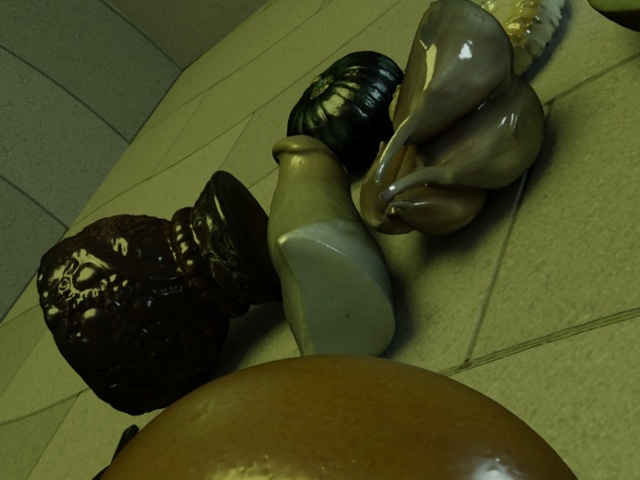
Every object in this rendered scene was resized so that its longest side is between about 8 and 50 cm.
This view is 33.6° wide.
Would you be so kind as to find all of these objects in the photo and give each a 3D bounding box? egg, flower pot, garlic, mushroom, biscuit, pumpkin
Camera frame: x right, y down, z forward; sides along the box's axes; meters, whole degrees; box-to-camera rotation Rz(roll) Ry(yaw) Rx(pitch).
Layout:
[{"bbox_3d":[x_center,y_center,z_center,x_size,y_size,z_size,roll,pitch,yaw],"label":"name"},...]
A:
[{"bbox_3d":[0.005,0.206,0.601,0.351,0.282,0.283,-15,36,52],"label":"egg"},{"bbox_3d":[-0.188,0.055,1.386,0.267,0.267,0.267,-33,21,11],"label":"flower pot"},{"bbox_3d":[0.122,-0.126,1.146,0.237,0.210,0.292,-36,12,12],"label":"garlic"},{"bbox_3d":[0.000,-0.001,1.208,0.126,0.177,0.397,-17,21,1],"label":"mushroom"},{"bbox_3d":[0.205,-0.234,1.358,0.281,0.084,0.179,-42,19,11],"label":"biscuit"},{"bbox_3d":[0.037,-0.187,1.542,0.202,0.140,0.202,-42,21,21],"label":"pumpkin"}]

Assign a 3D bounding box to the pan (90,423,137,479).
[{"bbox_3d":[-0.278,0.314,1.383,0.136,0.028,0.235,-39,20,20],"label":"pan"}]

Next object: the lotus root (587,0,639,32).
[{"bbox_3d":[0.379,-0.314,1.070,0.267,0.149,0.260,-66,16,-1],"label":"lotus root"}]
